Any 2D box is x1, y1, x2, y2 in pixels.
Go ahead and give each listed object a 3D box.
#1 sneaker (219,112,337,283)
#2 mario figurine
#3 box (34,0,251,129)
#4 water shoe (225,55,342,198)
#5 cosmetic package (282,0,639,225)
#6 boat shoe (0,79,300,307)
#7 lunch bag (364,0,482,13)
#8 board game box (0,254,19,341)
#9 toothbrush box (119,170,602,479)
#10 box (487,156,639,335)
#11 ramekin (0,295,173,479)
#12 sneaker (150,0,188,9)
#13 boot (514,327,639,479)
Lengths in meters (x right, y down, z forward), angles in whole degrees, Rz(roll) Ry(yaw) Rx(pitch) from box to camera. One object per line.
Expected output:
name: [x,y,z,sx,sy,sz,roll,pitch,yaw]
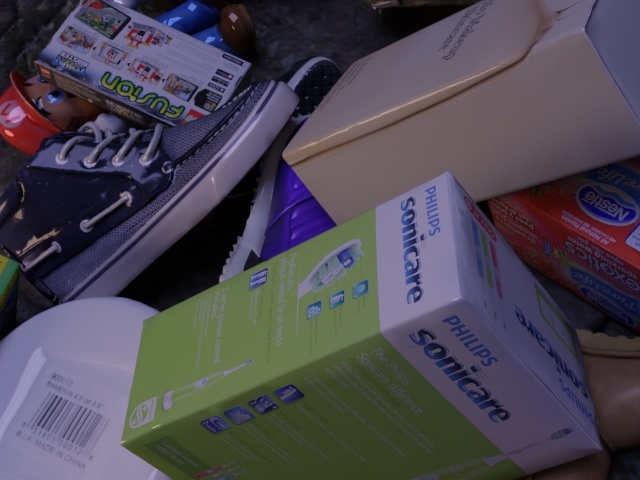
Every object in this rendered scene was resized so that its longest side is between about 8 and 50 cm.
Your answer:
sneaker: [0.000,0.001,0.907,0.146,0.102,0.293,11,52,7]
mario figurine: [-0.240,-0.215,1.092,0.320,0.170,0.198,-33,24,-10]
box: [-0.193,-0.186,1.018,0.207,0.036,0.114,26,66,6]
water shoe: [-0.058,-0.125,1.040,0.203,0.073,0.080,-42,24,-7]
cosmetic package: [0.132,-0.117,0.771,0.309,0.113,0.160,-19,29,45]
boat shoe: [-0.189,-0.072,0.918,0.340,0.158,0.127,-42,15,13]
lunch bag: [0.192,-0.370,1.004,0.305,0.212,0.256,7,63,29]
board game box: [-0.377,0.179,0.865,0.046,0.213,0.317,26,64,-9]
toothbrush box: [0.029,0.107,0.692,0.283,0.206,0.122,-26,39,26]
box: [0.277,-0.006,0.775,0.128,0.122,0.257,-45,52,-12]
ramekin: [-0.199,0.184,0.828,0.277,0.135,0.277,-11,54,15]
sneaker: [-0.080,-0.490,1.143,0.447,0.169,0.257,-22,38,47]
boot: [0.200,0.203,0.692,0.236,0.089,0.269,5,57,39]
